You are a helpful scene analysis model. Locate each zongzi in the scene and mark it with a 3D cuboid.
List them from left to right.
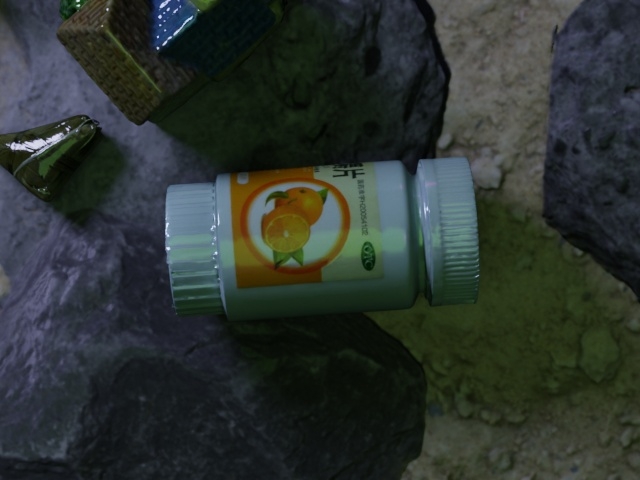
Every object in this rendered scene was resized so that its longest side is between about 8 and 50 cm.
[{"bbox_3d":[-0.300,-0.113,1.902,0.113,0.052,0.104,40,89,7],"label":"zongzi"}]

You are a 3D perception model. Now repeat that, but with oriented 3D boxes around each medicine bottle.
[{"bbox_3d":[0.000,0.000,1.861,0.318,0.158,0.158,-5,99,0],"label":"medicine bottle"}]

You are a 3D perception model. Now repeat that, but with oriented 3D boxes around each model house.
[{"bbox_3d":[-0.153,-0.237,1.810,0.214,0.189,0.195,-36,100,6],"label":"model house"}]
